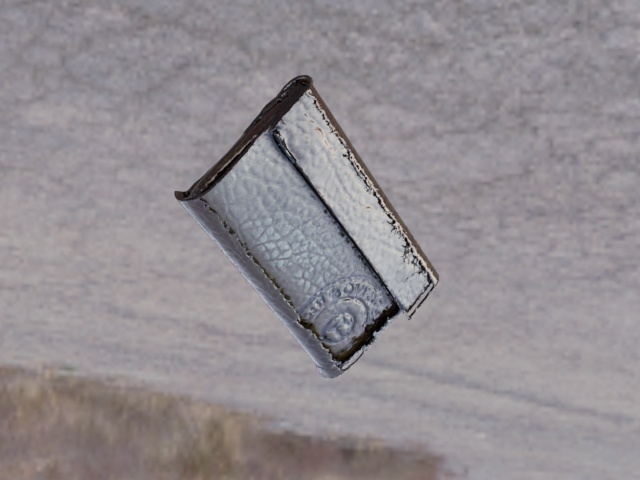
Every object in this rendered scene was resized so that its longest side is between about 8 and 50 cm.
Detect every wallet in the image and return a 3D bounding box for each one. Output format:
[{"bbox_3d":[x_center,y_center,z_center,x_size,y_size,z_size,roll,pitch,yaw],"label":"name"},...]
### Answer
[{"bbox_3d":[0.000,0.000,0.983,0.039,0.133,0.243,37,167,46],"label":"wallet"}]
